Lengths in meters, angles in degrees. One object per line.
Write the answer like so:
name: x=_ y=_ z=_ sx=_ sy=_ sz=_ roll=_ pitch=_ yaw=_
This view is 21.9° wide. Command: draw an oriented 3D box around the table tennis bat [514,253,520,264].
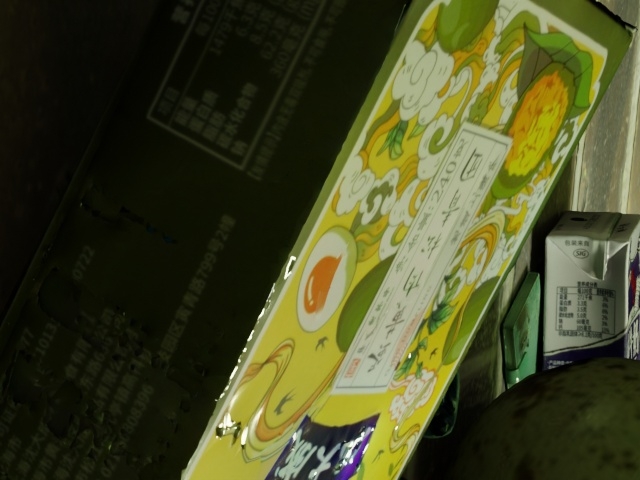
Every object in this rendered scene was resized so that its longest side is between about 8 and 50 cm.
table tennis bat: x=0.164 y=-0.087 z=1.591 sx=0.329 sy=0.044 sz=0.215 roll=63 pitch=42 yaw=-57

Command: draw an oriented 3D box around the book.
book: x=0.225 y=0.118 z=1.825 sx=0.103 sy=0.017 sz=0.135 roll=-56 pitch=147 yaw=-46

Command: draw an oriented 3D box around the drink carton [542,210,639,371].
drink carton: x=0.310 y=0.084 z=1.884 sx=0.134 sy=0.101 sz=0.222 roll=-34 pitch=125 yaw=-66

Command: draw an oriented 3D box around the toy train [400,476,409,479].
toy train: x=0.074 y=0.336 z=1.353 sx=0.330 sy=0.178 sz=0.139 roll=-53 pitch=144 yaw=-50

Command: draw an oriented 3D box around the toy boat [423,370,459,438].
toy boat: x=0.093 y=0.123 z=1.469 sx=0.061 sy=0.060 sz=0.137 roll=-86 pitch=173 yaw=-54

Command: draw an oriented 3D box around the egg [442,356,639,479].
egg: x=0.284 y=0.320 z=1.610 sx=0.345 sy=0.345 sz=0.428 roll=-43 pitch=132 yaw=-55

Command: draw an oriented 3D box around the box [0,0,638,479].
box: x=0.000 y=0.000 z=0.961 sx=0.420 sy=0.138 sz=0.373 roll=-62 pitch=159 yaw=7
